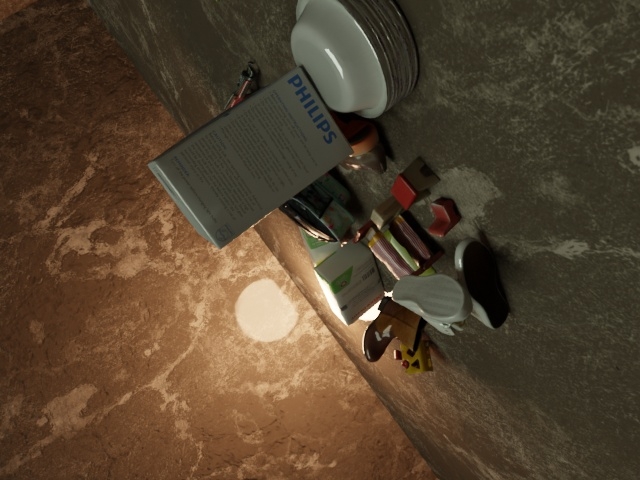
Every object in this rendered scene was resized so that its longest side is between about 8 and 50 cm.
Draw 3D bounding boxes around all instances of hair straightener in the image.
[{"bbox_3d":[-0.270,-0.503,1.869,0.230,0.047,0.089,-55,43,45],"label":"hair straightener"}]

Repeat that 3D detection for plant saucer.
[{"bbox_3d":[0.250,0.052,1.739,0.188,0.045,0.188,52,166,3],"label":"plant saucer"}]

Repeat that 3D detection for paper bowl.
[{"bbox_3d":[0.050,-0.375,1.143,0.284,0.148,0.284,47,165,16],"label":"paper bowl"}]

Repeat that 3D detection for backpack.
[{"bbox_3d":[-0.009,-0.111,1.852,0.253,0.191,0.225,45,167,-14],"label":"backpack"}]

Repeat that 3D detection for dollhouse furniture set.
[{"bbox_3d":[0.218,-0.020,1.444,0.201,0.152,0.374,50,166,11],"label":"dollhouse furniture set"}]

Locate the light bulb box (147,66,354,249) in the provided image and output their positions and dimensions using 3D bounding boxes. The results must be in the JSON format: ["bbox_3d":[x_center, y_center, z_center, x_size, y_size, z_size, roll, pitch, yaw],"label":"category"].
[{"bbox_3d":[-0.178,-0.187,1.312,0.225,0.361,0.358,56,167,-17],"label":"light bulb box"}]

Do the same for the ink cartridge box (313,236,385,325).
[{"bbox_3d":[0.114,0.156,2.106,0.114,0.198,0.273,40,161,41],"label":"ink cartridge box"}]

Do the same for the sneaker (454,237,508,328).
[{"bbox_3d":[0.359,0.099,1.379,0.123,0.106,0.290,31,156,50],"label":"sneaker"}]

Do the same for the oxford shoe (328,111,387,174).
[{"bbox_3d":[0.040,-0.250,1.522,0.363,0.130,0.133,33,162,54],"label":"oxford shoe"}]

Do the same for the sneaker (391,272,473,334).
[{"bbox_3d":[0.307,0.159,1.346,0.169,0.108,0.292,32,173,-18],"label":"sneaker"}]

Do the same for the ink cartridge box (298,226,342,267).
[{"bbox_3d":[0.000,0.000,2.159,0.353,0.119,0.207,72,174,-54],"label":"ink cartridge box"}]

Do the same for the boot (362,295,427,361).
[{"bbox_3d":[0.274,0.344,2.011,0.096,0.264,0.280,28,177,-24],"label":"boot"}]

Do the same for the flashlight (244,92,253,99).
[{"bbox_3d":[-0.201,-0.435,1.891,0.103,0.103,0.304,36,176,-35],"label":"flashlight"}]

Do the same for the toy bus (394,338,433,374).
[{"bbox_3d":[0.358,0.401,2.113,0.104,0.191,0.202,-16,120,28],"label":"toy bus"}]
